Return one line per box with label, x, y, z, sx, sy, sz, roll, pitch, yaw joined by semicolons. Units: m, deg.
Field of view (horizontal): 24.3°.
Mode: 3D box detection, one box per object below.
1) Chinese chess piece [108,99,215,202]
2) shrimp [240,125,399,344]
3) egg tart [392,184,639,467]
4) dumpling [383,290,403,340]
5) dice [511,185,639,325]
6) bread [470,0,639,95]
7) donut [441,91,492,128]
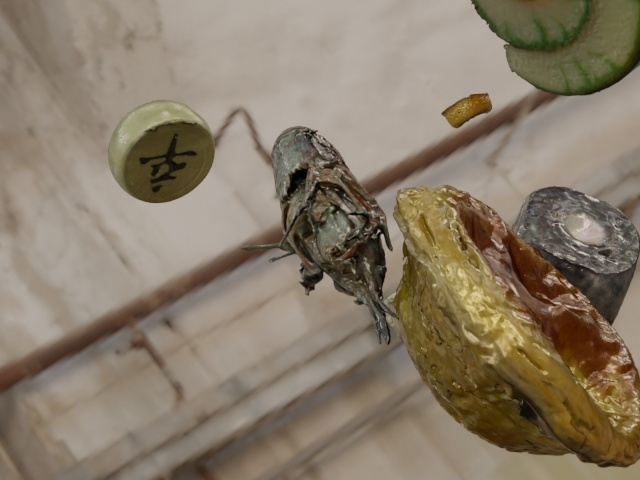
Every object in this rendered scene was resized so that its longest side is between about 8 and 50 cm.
Chinese chess piece;-0.276;-0.153;2.590;0.188;0.083;0.188;-18;-47;-20
shrimp;0.000;-0.001;1.926;0.172;0.372;0.137;-38;-51;23
egg tart;0.221;0.120;1.842;0.178;0.443;0.443;-43;-15;17
dumpling;0.195;0.114;2.435;0.188;0.127;0.108;-14;23;-5
dice;0.347;0.045;2.140;0.182;0.181;0.183;-61;-8;-48
bread;0.402;-0.419;2.427;0.129;0.366;0.382;-37;-35;-42
donut;0.260;-0.226;2.574;0.083;0.038;0.067;-13;-19;-49
